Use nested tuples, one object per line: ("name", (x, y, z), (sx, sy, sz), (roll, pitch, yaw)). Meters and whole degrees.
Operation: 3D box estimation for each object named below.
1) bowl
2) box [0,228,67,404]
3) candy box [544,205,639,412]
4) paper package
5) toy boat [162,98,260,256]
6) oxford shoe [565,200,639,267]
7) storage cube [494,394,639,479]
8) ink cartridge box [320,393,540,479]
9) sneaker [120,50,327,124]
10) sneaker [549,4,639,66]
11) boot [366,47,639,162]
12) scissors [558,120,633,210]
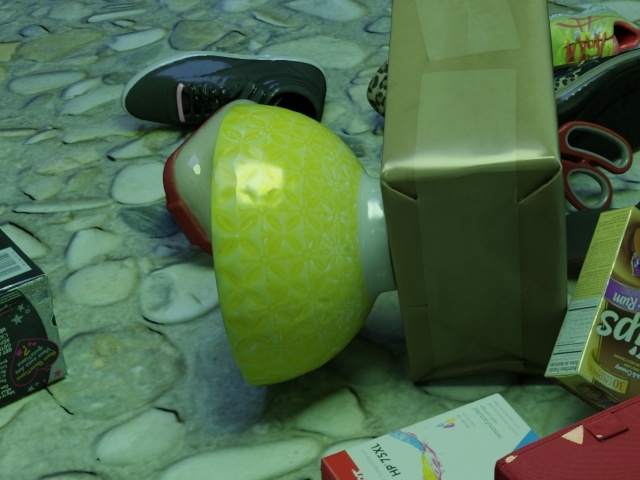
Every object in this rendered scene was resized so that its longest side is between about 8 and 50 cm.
("bowl", (0.000, 0.000, 1.375), (0.156, 0.289, 0.289), (-4, 32, 10))
("box", (-0.405, 0.069, 1.477), (0.163, 0.142, 0.247), (-23, 37, -27))
("candy box", (0.298, 0.074, 1.311), (0.053, 0.109, 0.187), (-14, 48, 59))
("paper package", (0.166, -0.065, 1.406), (0.168, 0.309, 0.325), (-4, 42, 9))
("toy boat", (-0.131, -0.070, 1.681), (0.151, 0.151, 0.231), (-20, 20, 37))
("oxford shoe", (0.335, 0.005, 1.531), (0.212, 0.076, 0.076), (-13, 42, 19))
("storage cube", (0.265, 0.254, 1.037), (0.215, 0.184, 0.193), (-19, 35, -19))
("ink cartridge box", (0.091, 0.235, 1.193), (0.231, 0.078, 0.134), (-18, 34, -17))
("sneaker", (-0.129, -0.193, 1.872), (0.295, 0.105, 0.147), (-4, 27, -6))
("sneaker", (0.384, -0.287, 1.961), (0.208, 0.081, 0.094), (-27, 40, -30))
("boot", (0.271, -0.200, 1.797), (0.377, 0.138, 0.284), (-28, 38, -17))
("scissors", (0.236, -0.121, 1.623), (0.297, 0.109, 0.021), (20, -7, -11))
